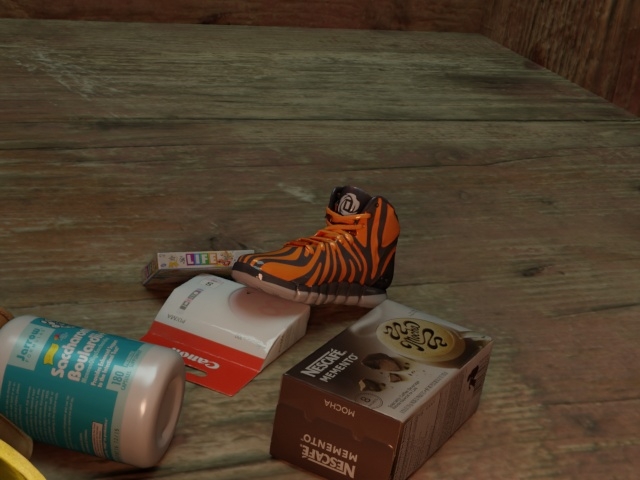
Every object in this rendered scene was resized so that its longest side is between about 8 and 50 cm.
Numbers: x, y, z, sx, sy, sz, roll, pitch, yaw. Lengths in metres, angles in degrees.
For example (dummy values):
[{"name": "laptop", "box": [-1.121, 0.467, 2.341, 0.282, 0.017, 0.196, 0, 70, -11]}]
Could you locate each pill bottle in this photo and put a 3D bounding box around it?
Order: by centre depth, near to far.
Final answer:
[{"name": "pill bottle", "box": [-0.305, 0.174, 1.520, 0.264, 0.146, 0.146, 12, 22, 9]}]

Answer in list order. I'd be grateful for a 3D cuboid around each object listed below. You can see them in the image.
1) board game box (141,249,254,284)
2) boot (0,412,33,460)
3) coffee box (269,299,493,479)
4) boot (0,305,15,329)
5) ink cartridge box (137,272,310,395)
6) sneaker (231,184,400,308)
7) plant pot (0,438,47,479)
[{"name": "board game box", "box": [-0.189, 0.042, 1.963, 0.154, 0.026, 0.103, -2, -15, -23]}, {"name": "boot", "box": [-0.473, 0.189, 1.333, 0.236, 0.269, 0.089, -15, 47, 16]}, {"name": "coffee box", "box": [0.084, 0.197, 1.635, 0.168, 0.119, 0.297, 20, 25, 24]}, {"name": "boot", "box": [-0.504, 0.156, 1.559, 0.283, 0.109, 0.220, 9, 27, -28]}, {"name": "ink cartridge box", "box": [-0.147, 0.127, 1.815, 0.189, 0.066, 0.232, 17, 20, 20]}, {"name": "sneaker", "box": [0.000, 0.000, 1.914, 0.124, 0.180, 0.321, 18, 8, 38]}, {"name": "plant pot", "box": [-0.420, 0.256, 1.070, 0.366, 0.367, 0.353, -3, 13, -26]}]
